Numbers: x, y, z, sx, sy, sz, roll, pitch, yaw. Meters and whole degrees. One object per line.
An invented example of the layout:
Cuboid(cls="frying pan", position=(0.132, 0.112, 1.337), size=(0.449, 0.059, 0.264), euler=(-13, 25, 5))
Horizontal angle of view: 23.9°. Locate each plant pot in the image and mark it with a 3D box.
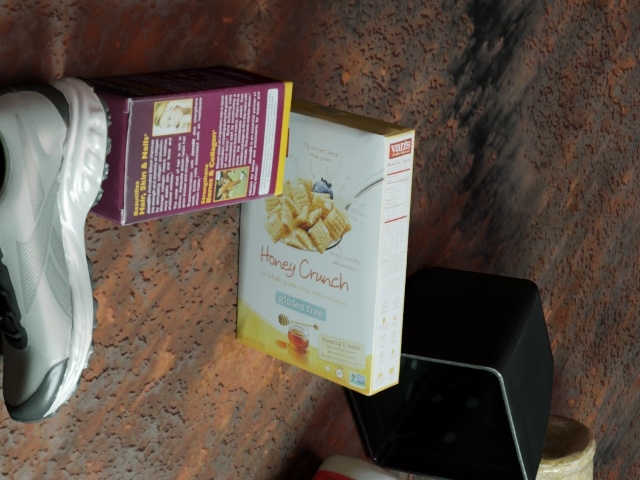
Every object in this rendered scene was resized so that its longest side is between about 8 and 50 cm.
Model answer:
Cuboid(cls="plant pot", position=(0.152, 0.134, 1.594), size=(0.167, 0.187, 0.188), euler=(-53, 139, -39))

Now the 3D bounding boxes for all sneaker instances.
Cuboid(cls="sneaker", position=(-0.231, 0.009, 1.160), size=(0.108, 0.100, 0.271), euler=(-4, 104, -34))

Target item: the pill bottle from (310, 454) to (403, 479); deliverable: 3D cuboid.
Cuboid(cls="pill bottle", position=(-0.004, 0.387, 1.499), size=(0.318, 0.176, 0.176), euler=(-55, 138, -20))

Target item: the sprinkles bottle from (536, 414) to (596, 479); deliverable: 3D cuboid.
Cuboid(cls="sprinkles bottle", position=(0.284, 0.394, 1.888), size=(0.121, 0.121, 0.355), euler=(-28, 124, -41))

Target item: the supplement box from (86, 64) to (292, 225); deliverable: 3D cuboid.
Cuboid(cls="supplement box", position=(-0.118, -0.083, 1.257), size=(0.188, 0.081, 0.104), euler=(-13, 114, -47))

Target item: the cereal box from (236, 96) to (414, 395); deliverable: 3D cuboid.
Cuboid(cls="cereal box", position=(0.000, 0.000, 1.357), size=(0.047, 0.173, 0.240), euler=(-17, 116, -44))
